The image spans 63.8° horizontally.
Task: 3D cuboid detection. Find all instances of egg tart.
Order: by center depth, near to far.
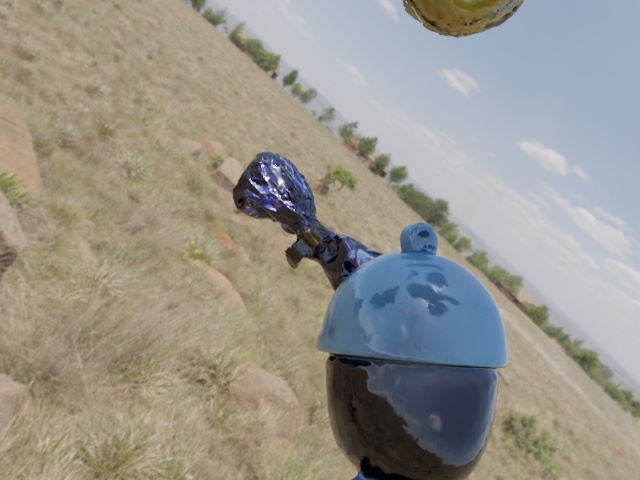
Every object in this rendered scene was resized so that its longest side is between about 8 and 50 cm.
[{"bbox_3d":[0.270,-0.486,0.896,0.278,0.279,0.095,36,25,-27],"label":"egg tart"}]

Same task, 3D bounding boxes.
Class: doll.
[{"bbox_3d":[0.073,0.139,0.438,0.177,0.315,0.141,13,-10,-31],"label":"doll"}]

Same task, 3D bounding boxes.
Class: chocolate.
[{"bbox_3d":[0.002,0.003,0.866,0.343,0.148,0.126,45,23,15],"label":"chocolate"}]
